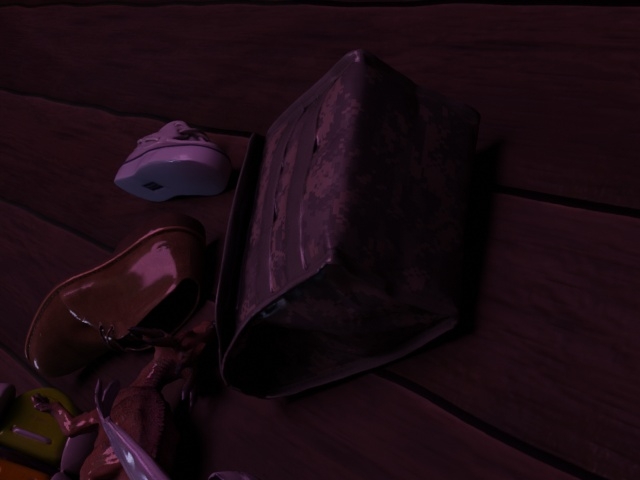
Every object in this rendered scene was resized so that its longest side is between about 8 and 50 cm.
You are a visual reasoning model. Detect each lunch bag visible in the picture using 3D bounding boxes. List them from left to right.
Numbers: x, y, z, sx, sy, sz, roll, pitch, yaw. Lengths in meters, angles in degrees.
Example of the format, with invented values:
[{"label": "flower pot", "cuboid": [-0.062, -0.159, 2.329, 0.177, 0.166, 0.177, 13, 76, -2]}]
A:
[{"label": "lunch bag", "cuboid": [0.000, 0.000, 1.345, 0.287, 0.169, 0.235, -36, 36, 49]}]

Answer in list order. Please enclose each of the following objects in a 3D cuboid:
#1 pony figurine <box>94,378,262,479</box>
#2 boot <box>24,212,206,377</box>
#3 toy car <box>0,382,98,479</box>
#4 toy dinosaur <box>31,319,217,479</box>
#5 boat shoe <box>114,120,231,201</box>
[{"label": "pony figurine", "cuboid": [-0.053, 0.304, 1.044, 0.351, 0.303, 0.363, 36, 89, 31]}, {"label": "boot", "cuboid": [-0.253, 0.095, 1.735, 0.305, 0.112, 0.115, -38, 43, 28]}, {"label": "toy car", "cuboid": [-0.339, 0.263, 1.674, 0.136, 0.159, 0.182, 93, -163, -65]}, {"label": "toy dinosaur", "cuboid": [-0.185, 0.199, 1.490, 0.200, 0.127, 0.295, -37, 38, 21]}, {"label": "boat shoe", "cuboid": [-0.181, -0.108, 1.843, 0.267, 0.096, 0.088, -12, 55, 65]}]
